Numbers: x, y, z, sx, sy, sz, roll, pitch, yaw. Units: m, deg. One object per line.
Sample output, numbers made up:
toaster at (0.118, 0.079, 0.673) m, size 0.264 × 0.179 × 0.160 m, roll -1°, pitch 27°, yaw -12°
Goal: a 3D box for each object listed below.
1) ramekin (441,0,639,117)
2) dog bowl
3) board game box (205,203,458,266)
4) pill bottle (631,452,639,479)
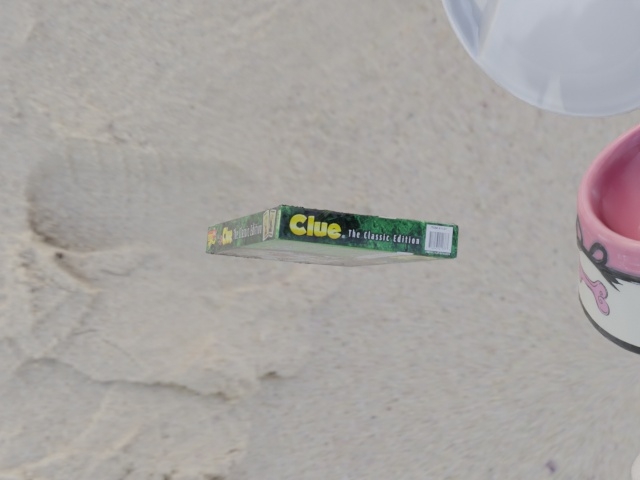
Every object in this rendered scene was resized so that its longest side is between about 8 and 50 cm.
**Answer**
ramekin at (0.247, -0.257, 1.253) m, size 0.272 × 0.127 × 0.273 m, roll 19°, pitch 125°, yaw 30°
dog bowl at (0.502, -0.036, 1.729) m, size 0.407 × 0.408 × 0.150 m, roll -18°, pitch 121°, yaw 11°
board game box at (0.000, 0.000, 1.097) m, size 0.136 × 0.259 × 0.030 m, roll 8°, pitch 85°, yaw -16°
pill bottle at (0.470, 0.109, 1.226) m, size 0.224 × 0.224 × 0.392 m, roll 33°, pitch 94°, yaw 14°
